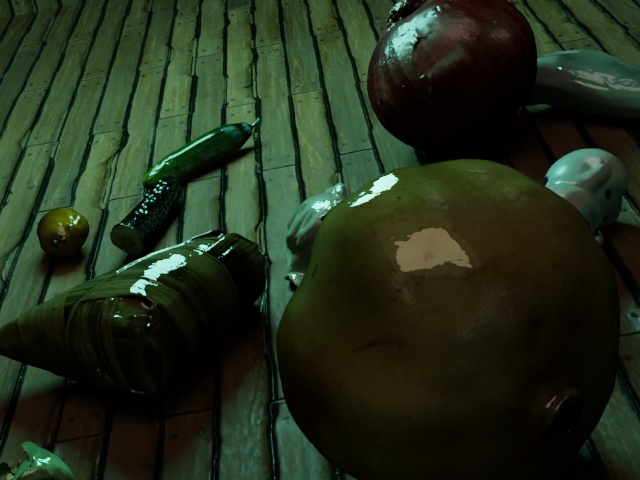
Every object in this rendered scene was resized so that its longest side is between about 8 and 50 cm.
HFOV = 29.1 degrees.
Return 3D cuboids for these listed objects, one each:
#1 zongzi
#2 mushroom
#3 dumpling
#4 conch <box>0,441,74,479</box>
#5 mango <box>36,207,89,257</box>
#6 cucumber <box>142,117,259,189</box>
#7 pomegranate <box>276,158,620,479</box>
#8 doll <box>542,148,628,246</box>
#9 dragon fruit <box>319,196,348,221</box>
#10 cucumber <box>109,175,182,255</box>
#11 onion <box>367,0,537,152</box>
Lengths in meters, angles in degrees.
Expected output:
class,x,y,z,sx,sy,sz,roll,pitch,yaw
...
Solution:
class,x,y,z,sx,sy,sz,roll,pitch,yaw
zongzi,-0.239,0.083,1.519,0.288,0.134,0.286,-3,20,33
mushroom,0.467,-0.232,1.895,0.351,0.097,0.109,13,38,33
dumpling,0.000,0.000,1.615,0.127,0.108,0.188,-30,41,14
conch,-0.311,0.253,1.264,0.106,0.079,0.170,-14,10,-19
mango,-0.380,-0.013,1.824,0.077,0.063,0.127,-21,22,-9
cucumber,-0.195,-0.142,2.021,0.250,0.056,0.056,-31,32,-31
pomegranate,0.125,0.090,1.138,0.333,0.332,0.332,-9,26,5
doll,0.317,-0.041,1.550,0.107,0.110,0.180,23,43,20
dragon fruit,0.160,-0.006,1.515,0.262,0.134,0.211,7,34,23
cucumber,-0.253,-0.042,1.837,0.052,0.058,0.214,-9,23,18
onion,0.199,-0.264,1.885,0.276,0.276,0.276,-9,26,5
